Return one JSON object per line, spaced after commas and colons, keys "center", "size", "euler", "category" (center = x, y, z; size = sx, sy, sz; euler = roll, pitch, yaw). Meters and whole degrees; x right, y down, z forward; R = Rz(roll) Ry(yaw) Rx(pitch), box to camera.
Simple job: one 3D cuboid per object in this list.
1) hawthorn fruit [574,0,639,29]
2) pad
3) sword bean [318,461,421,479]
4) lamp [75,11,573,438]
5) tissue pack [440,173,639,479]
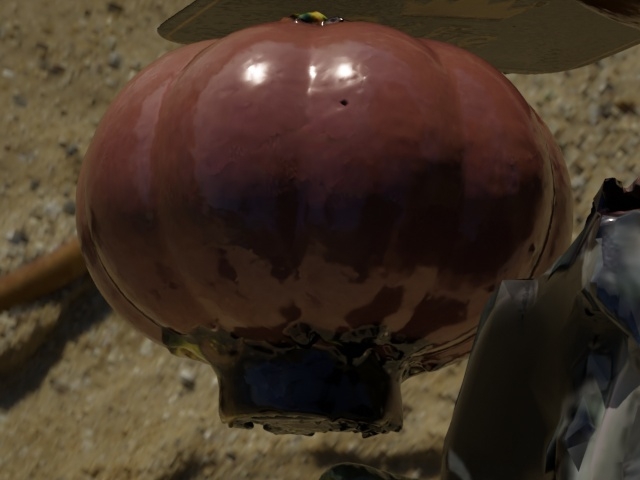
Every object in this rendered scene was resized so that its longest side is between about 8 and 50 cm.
{"center": [0.173, -0.220, 0.728], "size": [0.267, 0.301, 0.268], "euler": [6, 80, -35], "category": "hawthorn fruit"}
{"center": [0.079, -0.125, 1.158], "size": [0.375, 0.315, 0.063], "euler": [2, 80, -29], "category": "pad"}
{"center": [0.112, 0.186, 1.085], "size": [0.269, 0.043, 0.038], "euler": [18, 44, -31], "category": "sword bean"}
{"center": [0.000, 0.000, 0.994], "size": [0.305, 0.305, 0.240], "euler": [8, 77, -17], "category": "lamp"}
{"center": [0.089, 0.117, 0.541], "size": [0.123, 0.332, 0.245], "euler": [8, 84, 4], "category": "tissue pack"}
